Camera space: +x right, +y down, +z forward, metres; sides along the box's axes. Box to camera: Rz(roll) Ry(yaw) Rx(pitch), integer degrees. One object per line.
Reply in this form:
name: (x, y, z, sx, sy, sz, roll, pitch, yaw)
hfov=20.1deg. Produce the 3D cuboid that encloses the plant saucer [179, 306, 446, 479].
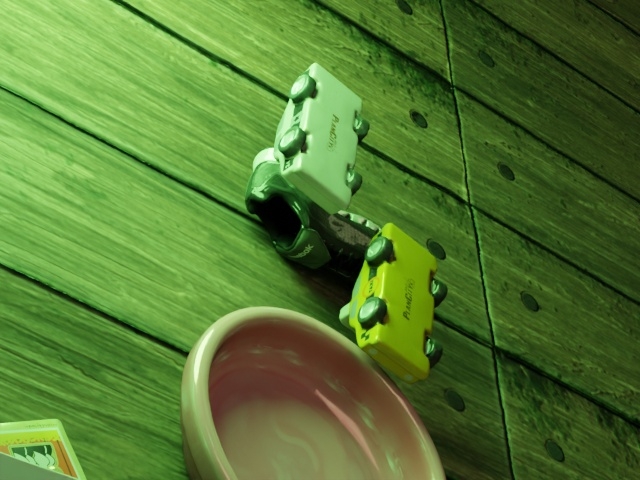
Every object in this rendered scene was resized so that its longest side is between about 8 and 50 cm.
plant saucer: (-0.015, 0.224, 1.815, 0.332, 0.084, 0.332, 30, 36, -25)

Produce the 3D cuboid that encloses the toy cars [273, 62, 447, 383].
toy cars: (0.029, -0.012, 2.005, 0.176, 0.087, 0.394, -3, 64, -53)

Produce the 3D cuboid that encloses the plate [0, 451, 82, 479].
plate: (-0.259, 0.304, 1.446, 0.277, 0.045, 0.278, 26, 47, -33)

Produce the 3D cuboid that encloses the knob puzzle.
knob puzzle: (-0.253, 0.240, 1.564, 0.213, 0.030, 0.213, 31, 36, -26)

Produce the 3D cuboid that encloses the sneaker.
sneaker: (0.000, 0.000, 2.085, 0.234, 0.078, 0.106, 41, 39, -9)
